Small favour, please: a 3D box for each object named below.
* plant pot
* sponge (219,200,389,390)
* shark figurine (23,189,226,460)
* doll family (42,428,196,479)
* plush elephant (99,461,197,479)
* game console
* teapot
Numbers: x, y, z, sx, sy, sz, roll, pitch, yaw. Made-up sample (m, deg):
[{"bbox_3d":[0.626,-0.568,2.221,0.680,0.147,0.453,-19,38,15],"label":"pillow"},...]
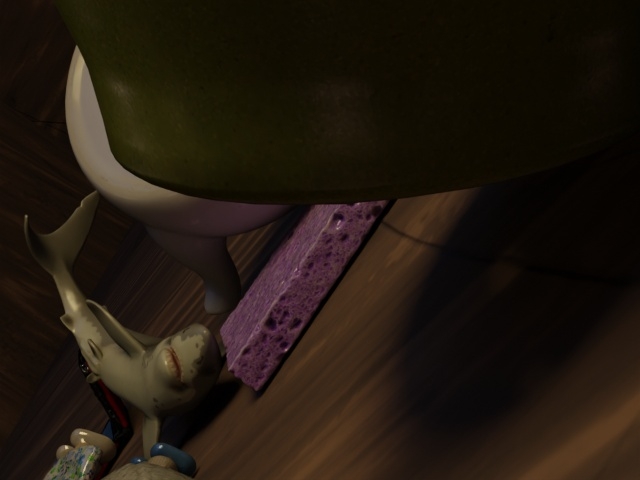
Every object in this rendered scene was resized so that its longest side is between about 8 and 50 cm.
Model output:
[{"bbox_3d":[0.006,-0.211,0.452,0.366,0.366,0.353,-87,-10,-70],"label":"plant pot"},{"bbox_3d":[0.000,0.000,0.856,0.210,0.031,0.117,-55,10,5],"label":"sponge"},{"bbox_3d":[-0.139,0.076,1.003,0.278,0.116,0.166,33,132,45],"label":"shark figurine"},{"bbox_3d":[-0.204,0.232,0.836,0.263,0.118,0.163,-51,9,36],"label":"doll family"},{"bbox_3d":[-0.227,0.243,0.563,0.330,0.272,0.255,-45,29,17],"label":"plush elephant"},{"bbox_3d":[-0.240,0.185,1.247,0.085,0.124,0.144,-31,8,-9],"label":"game console"},{"bbox_3d":[-0.060,-0.114,0.971,0.256,0.187,0.252,-31,61,24],"label":"teapot"}]
